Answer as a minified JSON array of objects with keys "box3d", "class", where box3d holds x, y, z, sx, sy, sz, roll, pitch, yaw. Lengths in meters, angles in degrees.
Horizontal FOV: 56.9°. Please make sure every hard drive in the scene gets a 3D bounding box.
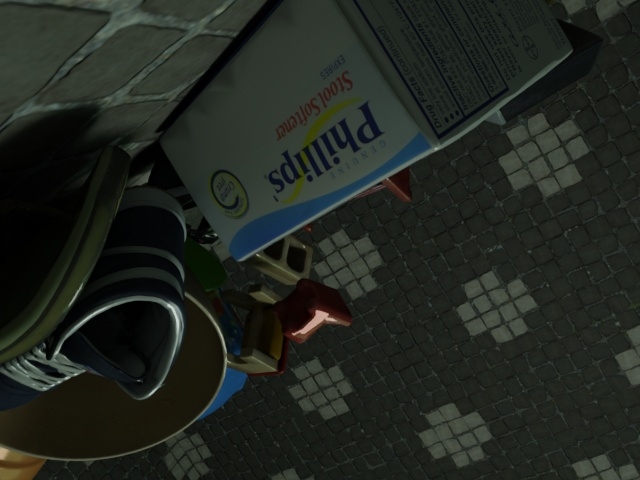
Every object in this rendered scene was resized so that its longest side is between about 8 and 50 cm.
[{"box3d":[0.213,-0.240,0.770,0.172,0.054,0.255,-31,-140,-6],"class":"hard drive"}]

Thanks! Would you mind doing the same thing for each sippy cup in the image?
[{"box3d":[-0.222,0.149,0.907,0.240,0.224,0.305,-38,157,-11],"class":"sippy cup"}]

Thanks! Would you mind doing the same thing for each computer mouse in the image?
[{"box3d":[-0.156,-0.086,0.711,0.184,0.060,0.262,-10,-172,21],"class":"computer mouse"}]

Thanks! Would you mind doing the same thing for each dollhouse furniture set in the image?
[{"box3d":[0.000,0.000,0.822,0.201,0.152,0.374,-14,-122,37],"class":"dollhouse furniture set"}]

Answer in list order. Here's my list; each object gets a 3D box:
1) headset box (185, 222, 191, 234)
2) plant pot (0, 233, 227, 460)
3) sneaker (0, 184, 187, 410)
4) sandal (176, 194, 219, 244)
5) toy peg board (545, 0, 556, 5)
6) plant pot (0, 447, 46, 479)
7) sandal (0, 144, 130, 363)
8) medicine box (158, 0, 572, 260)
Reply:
[{"box3d":[-0.191,-0.025,0.649,0.032,0.083,0.062,-62,179,-2],"class":"headset box"},{"box3d":[-0.261,0.087,0.691,0.284,0.284,0.191,-32,-144,8],"class":"plant pot"},{"box3d":[-0.215,0.090,0.489,0.282,0.099,0.153,-42,-141,15],"class":"sneaker"},{"box3d":[-0.147,-0.083,1.048,0.167,0.107,0.445,-29,-175,45],"class":"sandal"},{"box3d":[0.243,-0.330,0.672,0.161,0.079,0.161,-33,169,-8],"class":"toy peg board"},{"box3d":[-0.561,0.262,1.037,0.203,0.291,0.291,-49,-175,-2],"class":"plant pot"},{"box3d":[-0.251,0.032,0.418,0.302,0.086,0.120,-32,-144,17],"class":"sandal"},{"box3d":[0.043,-0.137,0.557,0.289,0.149,0.263,-36,-175,-42],"class":"medicine box"}]
